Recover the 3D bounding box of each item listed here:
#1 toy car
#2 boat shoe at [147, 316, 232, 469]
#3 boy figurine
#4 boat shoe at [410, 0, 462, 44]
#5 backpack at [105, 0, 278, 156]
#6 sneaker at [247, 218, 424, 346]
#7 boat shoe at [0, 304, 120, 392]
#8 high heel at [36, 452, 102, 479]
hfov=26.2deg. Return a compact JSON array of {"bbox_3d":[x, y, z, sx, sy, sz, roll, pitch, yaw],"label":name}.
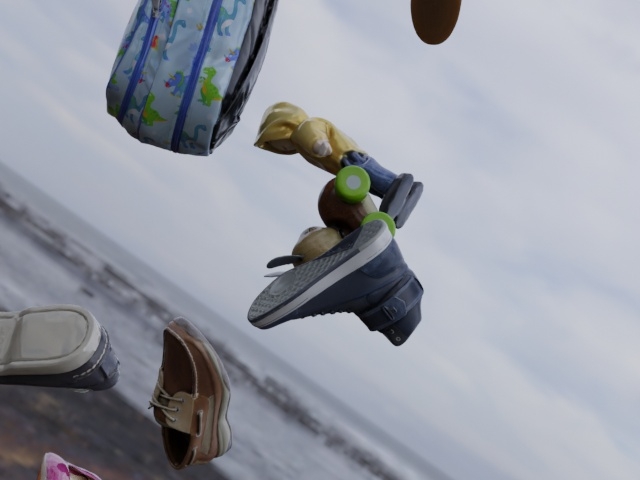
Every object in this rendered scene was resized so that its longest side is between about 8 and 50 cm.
[{"bbox_3d":[0.000,0.000,1.998,0.149,0.188,0.155,61,-9,12],"label":"toy car"},{"bbox_3d":[-0.225,0.271,2.312,0.123,0.116,0.324,34,-37,39],"label":"boat shoe"},{"bbox_3d":[0.015,-0.127,2.096,0.285,0.092,0.177,30,1,21],"label":"boy figurine"},{"bbox_3d":[0.165,-0.380,1.915,0.073,0.207,0.073,5,27,6],"label":"boat shoe"},{"bbox_3d":[-0.187,-0.303,2.100,0.273,0.356,0.290,4,-11,-12],"label":"backpack"},{"bbox_3d":[0.030,0.095,1.843,0.163,0.226,0.086,55,10,-26],"label":"sneaker"},{"bbox_3d":[-0.241,0.087,1.031,0.206,0.075,0.065,-1,-35,28],"label":"boat shoe"},{"bbox_3d":[-0.327,0.344,1.869,0.117,0.082,0.244,13,-19,-5],"label":"high heel"}]
